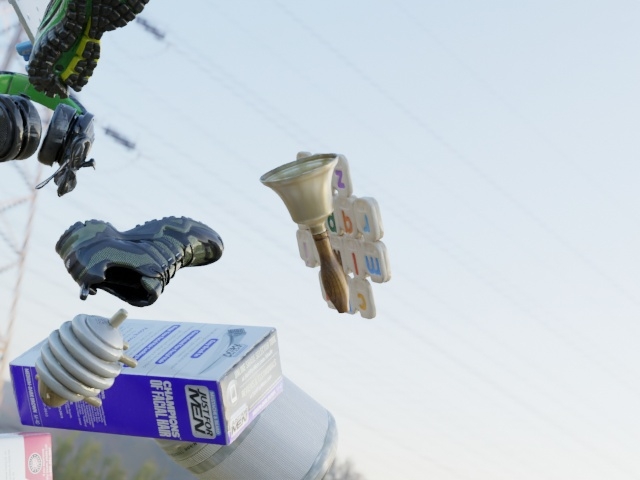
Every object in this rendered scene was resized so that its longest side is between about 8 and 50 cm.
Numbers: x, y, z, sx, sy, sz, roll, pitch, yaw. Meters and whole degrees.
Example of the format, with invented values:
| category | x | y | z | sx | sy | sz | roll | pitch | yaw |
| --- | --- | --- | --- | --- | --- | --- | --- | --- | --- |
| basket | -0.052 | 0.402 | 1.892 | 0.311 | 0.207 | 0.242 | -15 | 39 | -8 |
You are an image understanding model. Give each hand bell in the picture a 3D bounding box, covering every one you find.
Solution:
| category | x | y | z | sx | sy | sz | roll | pitch | yaw |
| --- | --- | --- | --- | --- | --- | --- | --- | --- | --- |
| hand bell | 0.000 | 0.000 | 1.942 | 0.126 | 0.242 | 0.126 | -16 | 14 | 4 |

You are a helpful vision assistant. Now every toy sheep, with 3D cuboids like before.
| category | x | y | z | sx | sy | sz | roll | pitch | yaw |
| --- | --- | --- | --- | --- | --- | --- | --- | --- | --- |
| toy sheep | -0.242 | 0.120 | 1.300 | 0.091 | 0.132 | 0.091 | 40 | 5 | -4 |

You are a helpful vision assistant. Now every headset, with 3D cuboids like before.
| category | x | y | z | sx | sy | sz | roll | pitch | yaw |
| --- | --- | --- | --- | --- | --- | --- | --- | --- | --- |
| headset | -0.522 | -0.221 | 2.377 | 0.243 | 0.185 | 0.394 | 9 | 33 | -34 |

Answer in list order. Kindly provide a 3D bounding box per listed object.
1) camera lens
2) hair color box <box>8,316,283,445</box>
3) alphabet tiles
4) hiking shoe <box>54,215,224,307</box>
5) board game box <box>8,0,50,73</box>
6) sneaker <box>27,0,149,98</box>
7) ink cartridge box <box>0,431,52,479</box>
| category | x | y | z | sx | sy | sz | roll | pitch | yaw |
| --- | --- | --- | --- | --- | --- | --- | --- | --- | --- |
| camera lens | -0.124 | 0.309 | 2.075 | 0.274 | 0.219 | 0.219 | 41 | -22 | -19 |
| hair color box | -0.245 | 0.193 | 1.795 | 0.338 | 0.110 | 0.185 | 0 | 19 | 24 |
| alphabet tiles | 0.029 | -0.012 | 2.101 | 0.021 | 0.278 | 0.284 | -17 | 13 | -27 |
| hiking shoe | -0.214 | 0.036 | 1.570 | 0.226 | 0.114 | 0.086 | -3 | -34 | -35 |
| board game box | -0.565 | -0.547 | 2.297 | 0.050 | 0.390 | 0.390 | -15 | -52 | 8 |
| sneaker | -0.388 | -0.406 | 2.105 | 0.134 | 0.146 | 0.343 | 25 | -59 | -33 |
| ink cartridge box | -0.434 | 0.315 | 1.512 | 0.092 | 0.159 | 0.217 | -9 | -9 | 39 |
